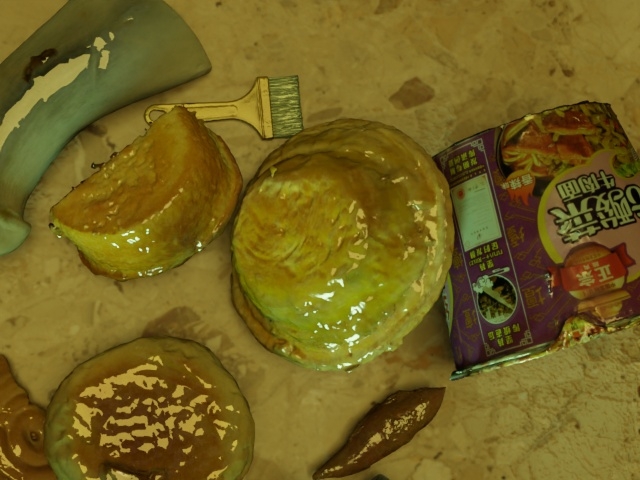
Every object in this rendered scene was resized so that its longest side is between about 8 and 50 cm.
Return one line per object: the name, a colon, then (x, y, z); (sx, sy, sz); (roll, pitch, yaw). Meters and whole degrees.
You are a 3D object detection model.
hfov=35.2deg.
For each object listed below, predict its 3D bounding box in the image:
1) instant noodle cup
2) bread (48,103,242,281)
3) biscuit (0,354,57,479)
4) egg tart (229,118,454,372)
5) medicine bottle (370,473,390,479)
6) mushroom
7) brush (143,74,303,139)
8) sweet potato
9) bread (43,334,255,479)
instant noodle cup: (0.277, -0.002, 1.219); (0.340, 0.340, 0.266); (-15, 82, -10)
bread: (-0.196, -0.041, 1.194); (0.229, 0.143, 0.139); (-41, 52, -2)
biscuit: (-0.374, 0.254, 1.199); (0.144, 0.033, 0.224); (-31, 90, -37)
egg tart: (0.000, 0.000, 1.184); (0.319, 0.128, 0.319); (-4, 82, 31)
medicine bottle: (0.086, 0.333, 1.257); (0.074, 0.118, 0.055); (41, 81, -5)
mushroom: (-0.324, -0.150, 1.210); (0.397, 0.126, 0.177); (-45, 102, -13)
brush: (-0.125, -0.167, 1.301); (0.205, 0.011, 0.083); (-5, 89, -10)
sweet potato: (0.076, 0.247, 1.294); (0.206, 0.060, 0.068); (-37, 56, -9)
bread: (-0.198, 0.234, 1.196); (0.244, 0.134, 0.244); (2, 74, -7)
